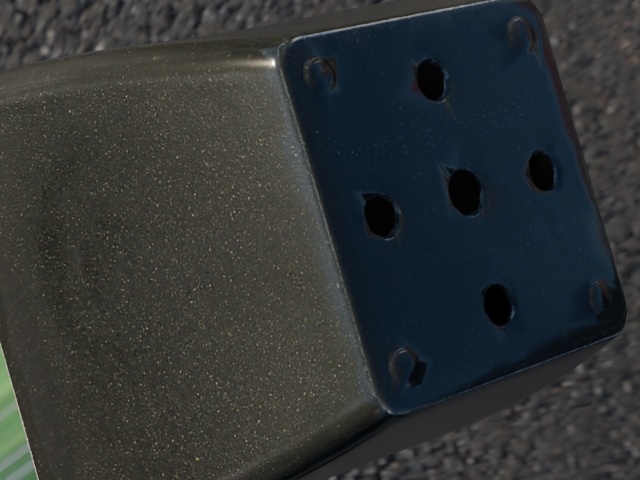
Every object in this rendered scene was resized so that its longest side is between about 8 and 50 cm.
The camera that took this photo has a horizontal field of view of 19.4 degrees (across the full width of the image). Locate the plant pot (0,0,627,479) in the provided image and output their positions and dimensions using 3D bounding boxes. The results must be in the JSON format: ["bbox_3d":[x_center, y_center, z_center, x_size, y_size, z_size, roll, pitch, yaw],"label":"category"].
[{"bbox_3d":[0.000,0.000,0.687,0.188,0.167,0.187,-15,89,-41],"label":"plant pot"}]

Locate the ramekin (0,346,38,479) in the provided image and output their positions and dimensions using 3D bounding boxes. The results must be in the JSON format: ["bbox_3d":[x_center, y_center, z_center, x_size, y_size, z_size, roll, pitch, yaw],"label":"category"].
[{"bbox_3d":[-0.191,0.135,0.847,0.148,0.303,0.303,-37,92,-42],"label":"ramekin"}]
